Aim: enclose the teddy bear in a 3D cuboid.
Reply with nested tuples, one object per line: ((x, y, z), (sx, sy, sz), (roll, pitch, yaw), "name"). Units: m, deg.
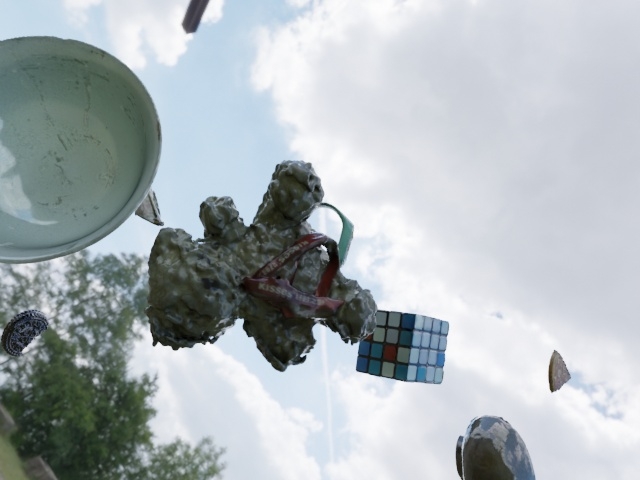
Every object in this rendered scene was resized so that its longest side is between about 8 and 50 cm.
((-0.123, 0.077, 0.924), (0.224, 0.367, 0.358), (-10, -76, 59), "teddy bear")

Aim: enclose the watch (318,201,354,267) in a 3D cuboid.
((0.000, 0.000, 1.636), (0.194, 0.237, 0.068), (14, -9, 11), "watch")

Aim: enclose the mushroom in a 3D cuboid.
((0.317, 0.429, 0.976), (0.141, 0.117, 0.189), (-12, -89, 32), "mushroom")

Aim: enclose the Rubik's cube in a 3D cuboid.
((0.194, 0.248, 1.241), (0.151, 0.155, 0.154), (-1, -103, 45), "Rubik's cube")

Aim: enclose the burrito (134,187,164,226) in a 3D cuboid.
((-0.394, -0.090, 1.180), (0.041, 0.055, 0.149), (87, -18, -67), "burrito")

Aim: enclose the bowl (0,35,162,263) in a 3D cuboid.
((-0.502, -0.143, 0.987), (0.435, 0.434, 0.196), (52, -15, 9), "bowl")

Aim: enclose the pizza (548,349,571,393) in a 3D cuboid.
((0.599, 0.347, 1.345), (0.029, 0.099, 0.100), (-11, -59, 52), "pizza")

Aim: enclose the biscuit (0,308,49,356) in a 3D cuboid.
((-0.556, 0.174, 0.989), (0.027, 0.087, 0.089), (24, -65, 26), "biscuit")
